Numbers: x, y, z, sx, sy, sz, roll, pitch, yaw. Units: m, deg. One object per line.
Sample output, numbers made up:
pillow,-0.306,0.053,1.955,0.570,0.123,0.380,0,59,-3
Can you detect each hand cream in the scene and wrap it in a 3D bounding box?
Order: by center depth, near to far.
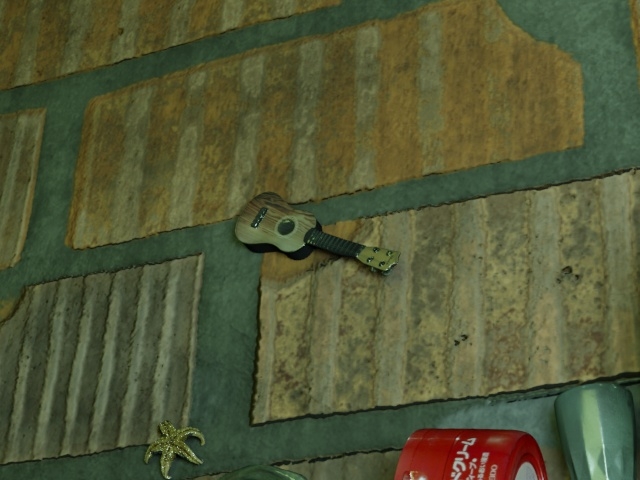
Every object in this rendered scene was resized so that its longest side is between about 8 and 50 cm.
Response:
hand cream,0.161,0.292,1.449,0.125,0.193,0.193,-4,60,23

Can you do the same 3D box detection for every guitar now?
guitar,0.002,0.001,1.808,0.271,0.038,0.084,18,72,38

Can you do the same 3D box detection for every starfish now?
starfish,-0.191,0.265,1.762,0.091,0.028,0.078,-26,55,19

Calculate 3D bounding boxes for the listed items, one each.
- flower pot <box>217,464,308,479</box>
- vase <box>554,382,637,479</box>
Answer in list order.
flower pot,-0.054,0.406,1.460,0.302,0.213,0.302,-23,44,24
vase,0.304,0.265,1.463,0.086,0.086,0.214,-14,61,21
